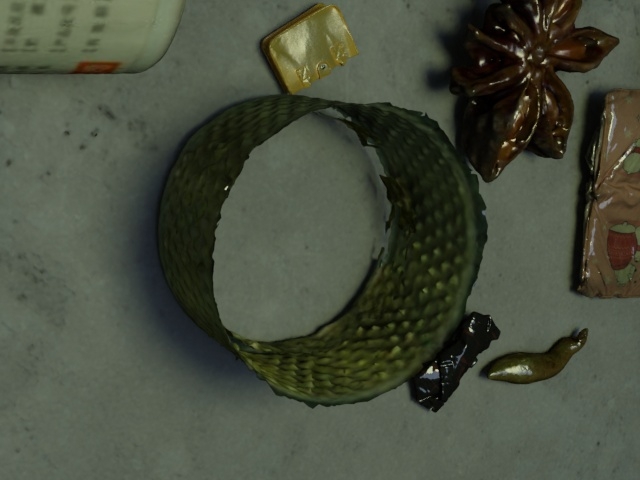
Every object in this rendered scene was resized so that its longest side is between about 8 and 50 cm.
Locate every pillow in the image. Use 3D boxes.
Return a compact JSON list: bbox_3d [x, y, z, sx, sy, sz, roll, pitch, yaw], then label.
[{"bbox_3d":[0.360,-0.052,1.184,0.135,0.049,0.248,-3,102,-30],"label":"pillow"}]

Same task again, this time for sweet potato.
[{"bbox_3d":[0.250,0.140,1.154,0.153,0.038,0.041,-15,127,-29],"label":"sweet potato"}]

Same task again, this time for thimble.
[{"bbox_3d":[0.000,0.000,0.916,0.270,0.150,0.271,-7,105,-28],"label":"thimble"}]

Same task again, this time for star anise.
[{"bbox_3d":[0.217,-0.184,1.060,0.220,0.099,0.214,-33,126,-27],"label":"star anise"}]

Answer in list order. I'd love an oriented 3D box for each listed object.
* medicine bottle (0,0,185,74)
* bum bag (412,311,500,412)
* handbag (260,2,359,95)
[{"bbox_3d":[-0.292,-0.218,0.691,0.371,0.211,0.211,-5,100,-29],"label":"medicine bottle"},{"bbox_3d":[0.146,0.128,1.093,0.124,0.034,0.058,-49,126,-15],"label":"bum bag"},{"bbox_3d":[-0.011,-0.183,0.964,0.083,0.027,0.061,-36,117,-16],"label":"handbag"}]
